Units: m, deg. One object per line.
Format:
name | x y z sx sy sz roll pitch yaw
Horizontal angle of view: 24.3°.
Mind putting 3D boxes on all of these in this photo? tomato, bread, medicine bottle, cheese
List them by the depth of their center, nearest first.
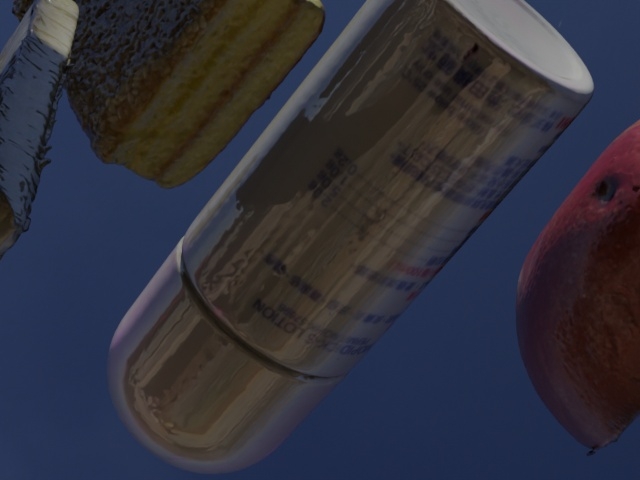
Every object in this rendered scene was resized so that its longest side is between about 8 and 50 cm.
cheese | -0.155 -0.049 0.711 0.034 0.400 0.085 33 -77 -16
medicine bottle | 0.000 0.000 0.857 0.130 0.130 0.341 38 -66 -2
bread | -0.114 -0.169 1.112 0.110 0.234 0.184 28 -71 -43
tomato | 0.266 0.006 1.275 0.144 0.338 0.338 33 -65 4
